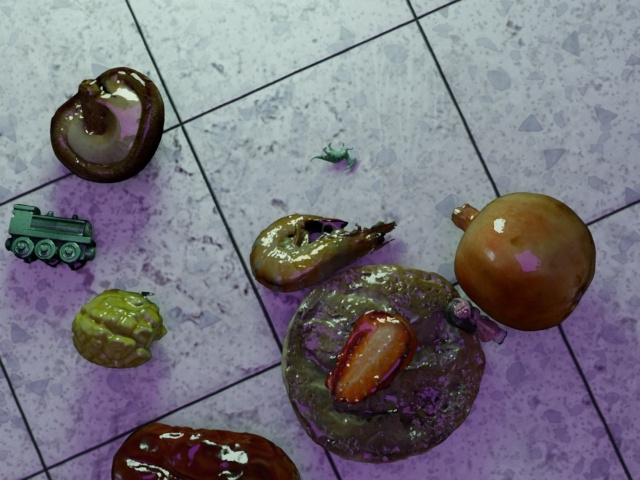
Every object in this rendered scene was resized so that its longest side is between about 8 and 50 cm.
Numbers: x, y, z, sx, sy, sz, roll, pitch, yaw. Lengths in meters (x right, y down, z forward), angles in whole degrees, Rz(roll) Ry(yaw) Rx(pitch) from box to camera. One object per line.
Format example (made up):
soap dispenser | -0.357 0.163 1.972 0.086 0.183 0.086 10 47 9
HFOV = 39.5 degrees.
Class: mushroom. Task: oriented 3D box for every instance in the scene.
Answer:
mushroom | -0.389 -0.211 1.674 0.231 0.138 0.194 -27 100 10

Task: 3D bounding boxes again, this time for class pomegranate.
pomegranate | 0.348 0.027 1.589 0.270 0.252 0.229 34 78 23

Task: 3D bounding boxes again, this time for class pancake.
pancake | 0.114 0.225 1.655 0.386 0.082 0.387 1 83 -6

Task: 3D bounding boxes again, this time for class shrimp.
shrimp | 0.000 0.000 1.687 0.287 0.063 0.152 -23 63 -9

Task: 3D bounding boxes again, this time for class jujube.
jujube | -0.208 0.431 1.600 0.342 0.216 0.216 12 86 13

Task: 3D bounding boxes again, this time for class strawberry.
strawberry | 0.089 0.210 1.581 0.121 0.082 0.188 42 90 25

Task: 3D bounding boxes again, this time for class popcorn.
popcorn | -0.364 0.159 1.635 0.173 0.173 0.142 -8 94 0

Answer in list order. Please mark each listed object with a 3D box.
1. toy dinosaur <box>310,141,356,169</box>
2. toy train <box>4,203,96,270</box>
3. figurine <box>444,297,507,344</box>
toy dinosaur | 0.027 -0.156 1.713 0.083 0.021 0.062 -38 99 -3
toy train | -0.507 -0.006 1.688 0.170 0.071 0.111 7 79 1
figurine | 0.281 0.152 1.620 0.129 0.072 0.054 36 89 -20
